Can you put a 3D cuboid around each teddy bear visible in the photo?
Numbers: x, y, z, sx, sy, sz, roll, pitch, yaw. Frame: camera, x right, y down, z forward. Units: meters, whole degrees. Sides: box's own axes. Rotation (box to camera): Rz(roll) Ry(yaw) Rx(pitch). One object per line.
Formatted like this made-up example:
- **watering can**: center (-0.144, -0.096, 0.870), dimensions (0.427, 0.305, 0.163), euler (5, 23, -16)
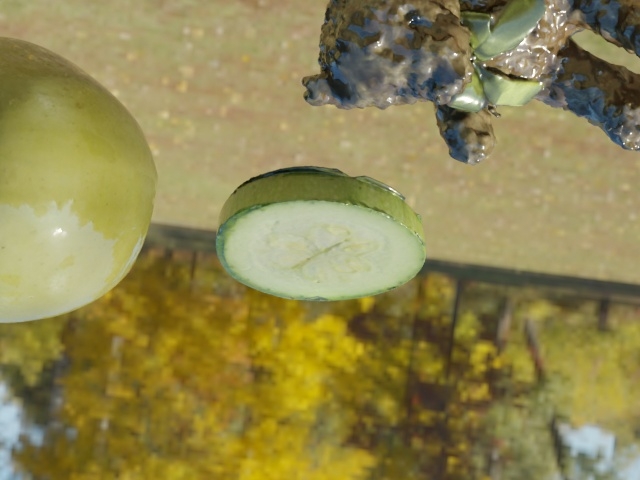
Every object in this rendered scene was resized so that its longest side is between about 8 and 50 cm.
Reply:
- **teddy bear**: center (0.164, -0.171, 1.369), dimensions (0.296, 0.246, 0.222), euler (28, -138, 18)

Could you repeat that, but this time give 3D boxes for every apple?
- **apple**: center (-0.278, -0.058, 1.413), dimensions (0.262, 0.262, 0.262), euler (7, 178, 0)

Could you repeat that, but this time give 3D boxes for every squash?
- **squash**: center (0.000, 0.004, 1.579), dimensions (0.219, 0.041, 0.219), euler (3, 147, 2)
